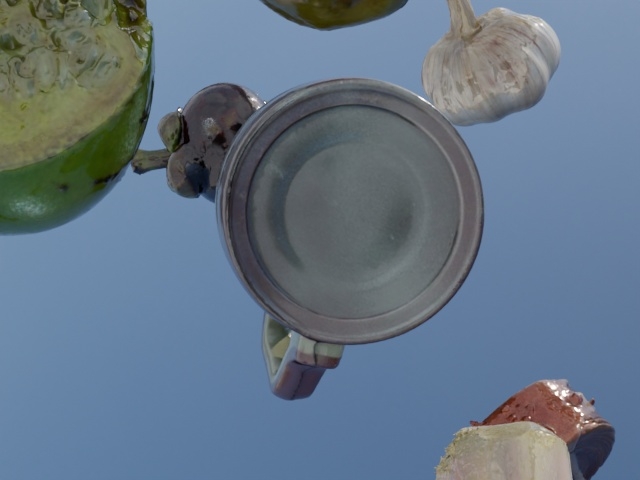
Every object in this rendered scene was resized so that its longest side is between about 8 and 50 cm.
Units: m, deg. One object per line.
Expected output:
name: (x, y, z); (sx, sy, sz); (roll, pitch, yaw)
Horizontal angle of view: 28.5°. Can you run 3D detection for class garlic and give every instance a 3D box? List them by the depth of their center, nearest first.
garlic: (0.215, -0.281, 1.707); (0.199, 0.226, 0.199); (-22, -159, 9)

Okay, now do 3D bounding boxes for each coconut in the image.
coconut: (0.147, 0.214, 1.001); (0.116, 0.116, 0.122); (-37, -143, 36)

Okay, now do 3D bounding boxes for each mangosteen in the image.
mangosteen: (-0.130, -0.114, 1.640); (0.184, 0.172, 0.172); (-39, -160, -26)

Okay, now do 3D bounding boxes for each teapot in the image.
teapot: (0.000, 0.000, 1.231); (0.312, 0.233, 0.315); (-142, -115, -80)

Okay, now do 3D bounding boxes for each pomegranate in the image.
pomegranate: (-0.315, -0.131, 1.044); (0.310, 0.358, 0.216); (66, -17, 10)

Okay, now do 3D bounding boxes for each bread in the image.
bread: (0.193, 0.199, 1.154); (0.160, 0.160, 0.073); (-51, -125, 16)

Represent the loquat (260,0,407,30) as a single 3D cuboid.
loquat: (0.006, -0.322, 1.212); (0.213, 0.213, 0.246); (-44, -134, 26)
